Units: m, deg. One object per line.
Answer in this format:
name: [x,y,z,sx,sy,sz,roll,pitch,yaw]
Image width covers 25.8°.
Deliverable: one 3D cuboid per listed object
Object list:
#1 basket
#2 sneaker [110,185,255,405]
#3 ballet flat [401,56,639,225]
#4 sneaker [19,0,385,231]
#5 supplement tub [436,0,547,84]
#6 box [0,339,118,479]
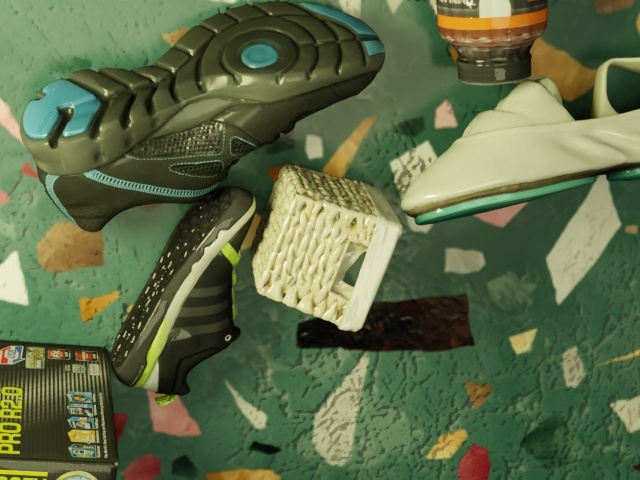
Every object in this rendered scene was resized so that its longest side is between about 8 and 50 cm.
basket: [0.000,0.000,1.309,0.103,0.167,0.113,19,101,-11]
sneaker: [-0.114,0.055,1.353,0.097,0.084,0.235,26,107,-25]
ballet flat: [0.259,-0.106,1.361,0.400,0.139,0.139,-10,108,-12]
sneaker: [-0.102,-0.118,1.298,0.341,0.125,0.139,-18,136,-8]
supplement tub: [0.158,-0.247,1.298,0.106,0.106,0.198,-8,107,-9]
box: [-0.294,0.161,1.241,0.216,0.270,0.060,6,106,-12]
